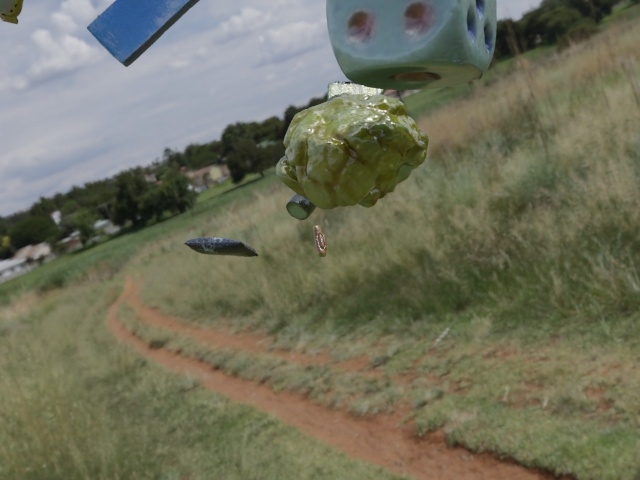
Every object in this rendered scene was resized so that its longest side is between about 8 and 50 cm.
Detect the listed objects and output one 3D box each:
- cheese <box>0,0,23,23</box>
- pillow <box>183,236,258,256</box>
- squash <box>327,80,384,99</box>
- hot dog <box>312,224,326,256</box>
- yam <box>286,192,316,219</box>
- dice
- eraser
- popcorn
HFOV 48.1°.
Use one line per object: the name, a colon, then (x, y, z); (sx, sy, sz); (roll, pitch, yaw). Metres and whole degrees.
cheese: (-0.733, -0.609, 1.604); (0.156, 0.250, 0.064); (18, 39, 24)
pillow: (-0.315, 0.022, 2.269); (0.208, 0.055, 0.141); (2, -14, 19)
squash: (0.117, -0.363, 2.215); (0.202, 0.111, 0.289); (0, 48, -11)
hot dog: (0.000, 0.000, 2.731); (0.044, 0.137, 0.028); (2, -34, -18)
yam: (-0.038, -0.103, 1.855); (0.069, 0.070, 0.146); (-18, 18, 30)
dice: (0.180, -0.442, 1.383); (0.267, 0.263, 0.264); (0, 1, 29)
eraser: (-0.438, -0.597, 1.841); (0.312, 0.144, 0.042); (-45, -5, -5)
popcorn: (0.069, -0.229, 1.688); (0.293, 0.292, 0.334); (-46, -11, 35)
